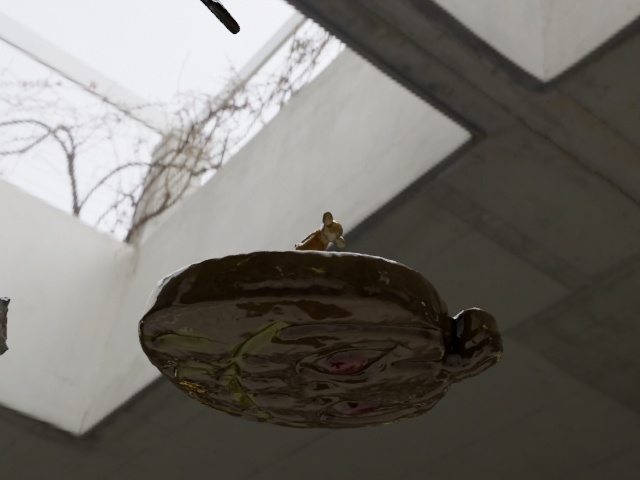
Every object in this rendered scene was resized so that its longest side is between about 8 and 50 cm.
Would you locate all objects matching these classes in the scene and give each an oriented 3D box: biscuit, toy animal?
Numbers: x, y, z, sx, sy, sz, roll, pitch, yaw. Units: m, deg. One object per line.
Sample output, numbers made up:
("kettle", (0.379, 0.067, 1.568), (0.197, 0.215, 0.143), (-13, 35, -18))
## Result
("biscuit", (0.004, 0.120, 0.945), (0.351, 0.070, 0.394), (-5, -27, 15))
("toy animal", (0.000, 0.000, 1.473), (0.083, 0.081, 0.060), (-38, -94, 33))

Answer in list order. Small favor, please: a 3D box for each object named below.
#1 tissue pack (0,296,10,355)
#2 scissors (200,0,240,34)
("tissue pack", (-0.453, 0.086, 0.933), (0.236, 0.173, 0.073), (4, -83, 13))
("scissors", (-0.221, -0.416, 1.349), (0.024, 0.160, 0.317), (-25, -63, 41))
